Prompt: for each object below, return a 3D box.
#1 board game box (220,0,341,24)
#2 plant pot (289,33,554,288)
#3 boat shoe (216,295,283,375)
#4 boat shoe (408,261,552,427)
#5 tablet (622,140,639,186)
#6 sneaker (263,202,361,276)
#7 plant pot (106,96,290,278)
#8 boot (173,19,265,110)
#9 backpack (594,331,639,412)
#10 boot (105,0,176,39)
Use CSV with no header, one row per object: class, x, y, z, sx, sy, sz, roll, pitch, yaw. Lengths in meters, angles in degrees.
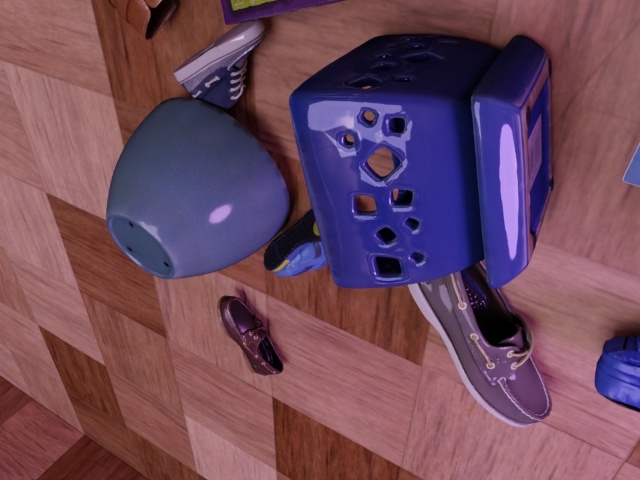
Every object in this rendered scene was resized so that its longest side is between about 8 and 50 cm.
board game box,0.013,-0.364,0.596,0.347,0.056,0.208,5,118,35
plant pot,0.130,-0.091,0.612,0.212,0.236,0.236,5,124,29
boat shoe,-0.139,0.196,1.162,0.073,0.073,0.207,-3,127,37
boat shoe,0.239,0.136,0.790,0.305,0.109,0.091,55,142,-5
tablet,0.373,-0.073,0.597,0.083,0.006,0.054,23,133,21
sneaker,0.000,0.000,0.915,0.082,0.069,0.209,22,138,-39
plant pot,-0.222,-0.052,0.903,0.290,0.195,0.290,24,144,19
boot,-0.128,-0.249,0.818,0.190,0.069,0.086,-9,129,45
backpack,0.406,0.158,0.690,0.120,0.098,0.101,10,98,32
boot,-0.319,-0.391,0.833,0.283,0.109,0.220,-31,105,40
